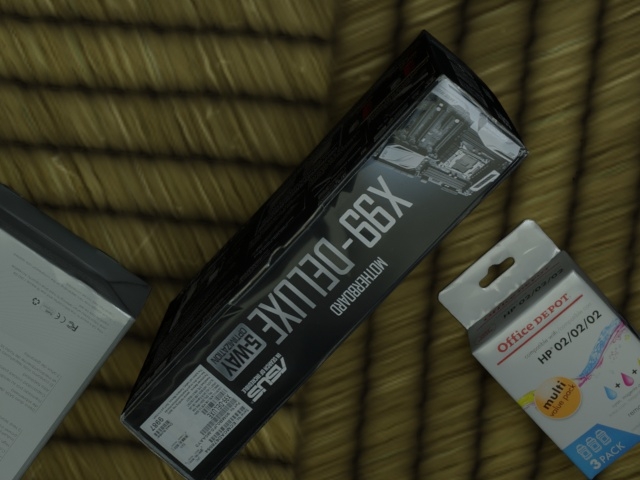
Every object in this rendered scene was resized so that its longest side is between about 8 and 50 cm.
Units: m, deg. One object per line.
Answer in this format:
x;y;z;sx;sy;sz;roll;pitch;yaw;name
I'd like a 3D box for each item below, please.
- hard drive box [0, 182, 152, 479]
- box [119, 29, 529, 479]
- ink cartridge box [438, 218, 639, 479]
-0.274;0.086;1.042;0.181;0.089;0.232;36;103;-8;hard drive box
0.000;0.000;0.932;0.076;0.242;0.307;41;102;-9;box
0.188;0.084;1.041;0.104;0.061;0.181;-42;100;12;ink cartridge box
